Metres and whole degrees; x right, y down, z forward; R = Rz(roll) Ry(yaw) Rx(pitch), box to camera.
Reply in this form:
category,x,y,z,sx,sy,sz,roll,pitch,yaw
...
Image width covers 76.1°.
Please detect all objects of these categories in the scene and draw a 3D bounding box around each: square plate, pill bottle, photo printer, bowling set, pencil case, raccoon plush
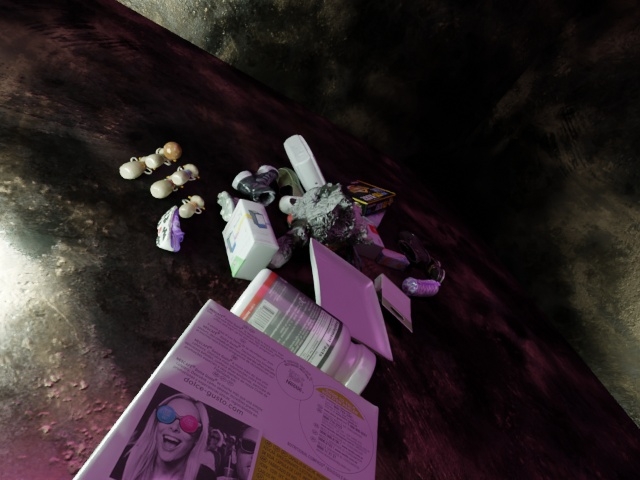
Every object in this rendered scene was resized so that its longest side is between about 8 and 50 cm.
category,x,y,z,sx,sy,sz,roll,pitch,yaw
square plate,0.088,0.196,1.339,0.344,0.049,0.348,36,29,-34
pill bottle,-0.056,0.254,1.030,0.362,0.210,0.210,37,26,-3
photo printer,-0.052,-0.314,1.932,0.308,0.107,0.256,62,2,-43
bowling set,-0.468,-0.228,1.322,0.287,0.200,0.154,38,25,-8
pencil case,0.460,0.212,1.872,0.206,0.088,0.086,9,40,-45
raccoon plush,0.000,0.000,1.534,0.216,0.446,0.299,34,-19,51

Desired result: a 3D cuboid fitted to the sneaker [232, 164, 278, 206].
category,x,y,z,sx,sy,sz,roll,pitch,yaw
sneaker,-0.233,-0.222,1.706,0.153,0.101,0.268,44,33,12

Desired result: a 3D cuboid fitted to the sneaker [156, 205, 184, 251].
category,x,y,z,sx,sy,sz,roll,pitch,yaw
sneaker,-0.436,-0.030,1.203,0.071,0.068,0.170,36,31,-39

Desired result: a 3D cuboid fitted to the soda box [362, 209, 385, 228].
category,x,y,z,sx,sy,sz,roll,pitch,yaw
soda box,0.261,-0.111,2.139,0.098,0.091,0.286,36,26,1

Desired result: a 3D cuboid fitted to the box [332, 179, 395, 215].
category,x,y,z,sx,sy,sz,roll,pitch,yaw
box,0.207,-0.229,2.138,0.257,0.080,0.321,27,28,28

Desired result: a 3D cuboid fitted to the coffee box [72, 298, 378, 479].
category,x,y,z,sx,sy,sz,roll,pitch,yaw
coffee box,-0.151,0.367,0.587,0.338,0.338,0.334,34,26,-6

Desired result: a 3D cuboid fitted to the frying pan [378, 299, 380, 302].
category,x,y,z,sx,sy,sz,roll,pitch,yaw
frying pan,0.108,0.191,1.506,0.197,0.053,0.326,53,20,11

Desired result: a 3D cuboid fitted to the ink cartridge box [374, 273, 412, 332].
category,x,y,z,sx,sy,sz,roll,pitch,yaw
ink cartridge box,0.282,0.250,1.599,0.171,0.056,0.235,43,25,-10

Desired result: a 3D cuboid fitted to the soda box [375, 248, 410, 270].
category,x,y,z,sx,sy,sz,roll,pitch,yaw
soda box,0.338,0.089,1.953,0.183,0.058,0.063,17,32,-34

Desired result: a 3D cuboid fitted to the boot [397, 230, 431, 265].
category,x,y,z,sx,sy,sz,roll,pitch,yaw
boot,0.457,0.027,2.114,0.228,0.091,0.263,16,29,-54

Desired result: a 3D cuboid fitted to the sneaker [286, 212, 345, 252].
category,x,y,z,sx,sy,sz,roll,pitch,yaw
sneaker,0.003,-0.055,1.685,0.276,0.135,0.098,33,25,-14

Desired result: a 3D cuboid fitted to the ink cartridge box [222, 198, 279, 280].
category,x,y,z,sx,sy,sz,roll,pitch,yaw
ink cartridge box,-0.226,-0.003,1.292,0.093,0.154,0.213,15,35,-33

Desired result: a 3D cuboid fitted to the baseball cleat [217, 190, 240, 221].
category,x,y,z,sx,sy,sz,roll,pitch,yaw
baseball cleat,-0.302,-0.116,1.445,0.109,0.072,0.206,21,21,-31

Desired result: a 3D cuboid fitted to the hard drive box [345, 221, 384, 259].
category,x,y,z,sx,sy,sz,roll,pitch,yaw
hard drive box,0.159,-0.029,1.887,0.232,0.089,0.181,21,31,-31

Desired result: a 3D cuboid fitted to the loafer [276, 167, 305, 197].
category,x,y,z,sx,sy,sz,roll,pitch,yaw
loafer,-0.145,-0.247,1.852,0.087,0.094,0.251,13,36,-48

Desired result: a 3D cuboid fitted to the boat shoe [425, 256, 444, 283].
category,x,y,z,sx,sy,sz,roll,pitch,yaw
boat shoe,0.593,0.156,2.143,0.068,0.081,0.228,31,20,-6

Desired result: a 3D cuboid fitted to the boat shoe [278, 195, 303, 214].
category,x,y,z,sx,sy,sz,roll,pitch,yaw
boat shoe,-0.039,-0.129,1.758,0.276,0.096,0.098,11,80,-30

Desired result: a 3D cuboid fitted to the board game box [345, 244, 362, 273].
category,x,y,z,sx,sy,sz,roll,pitch,yaw
board game box,0.139,0.086,1.680,0.186,0.026,0.126,-88,153,-59
